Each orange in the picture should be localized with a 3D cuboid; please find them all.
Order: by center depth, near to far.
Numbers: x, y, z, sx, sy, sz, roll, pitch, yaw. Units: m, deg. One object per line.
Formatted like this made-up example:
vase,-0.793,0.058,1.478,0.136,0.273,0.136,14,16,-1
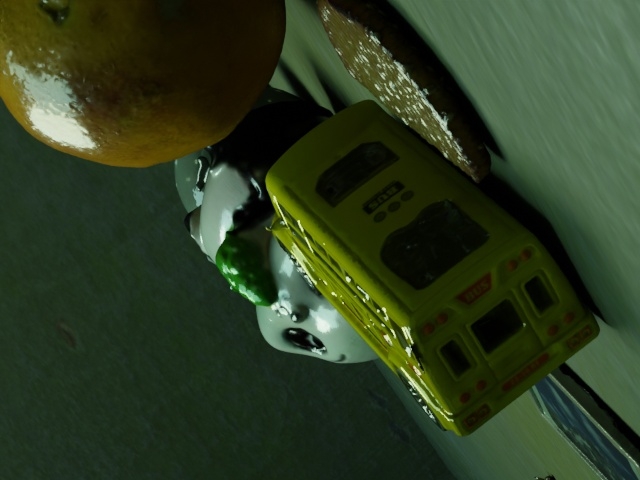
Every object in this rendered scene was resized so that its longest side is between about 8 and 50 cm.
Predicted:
orange,-0.158,-0.189,1.290,0.261,0.261,0.261,53,176,5

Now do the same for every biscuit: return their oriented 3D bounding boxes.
biscuit,0.050,-0.123,1.087,0.126,0.025,0.206,56,174,-39

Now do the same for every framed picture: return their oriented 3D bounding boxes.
framed picture,0.247,0.176,1.430,0.209,0.019,0.281,57,175,-38

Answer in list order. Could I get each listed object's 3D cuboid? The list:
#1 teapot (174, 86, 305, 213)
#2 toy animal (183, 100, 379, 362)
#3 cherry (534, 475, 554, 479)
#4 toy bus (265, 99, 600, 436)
teapot,-0.058,-0.079,1.804,0.183,0.183,0.251,53,-172,8
toy animal,-0.007,0.002,1.530,0.266,0.212,0.212,55,178,37
cherry,0.336,0.414,2.039,0.225,0.090,0.107,62,-172,4
toy bus,0.060,0.000,1.195,0.152,0.144,0.330,56,174,-36
